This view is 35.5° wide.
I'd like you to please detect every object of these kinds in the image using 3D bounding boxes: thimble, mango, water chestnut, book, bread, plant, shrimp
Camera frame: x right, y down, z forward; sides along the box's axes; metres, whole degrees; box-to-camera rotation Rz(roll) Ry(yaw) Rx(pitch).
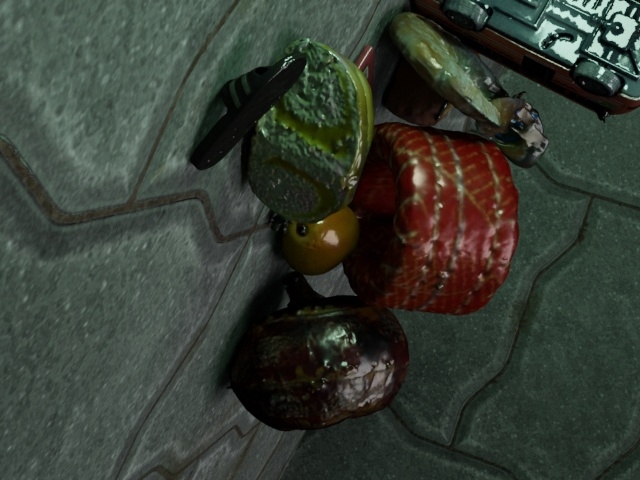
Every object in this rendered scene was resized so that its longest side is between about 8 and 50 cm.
[{"bbox_3d":[0.178,-0.036,1.760,0.350,0.231,0.349,-177,-90,-71],"label":"thimble"},{"bbox_3d":[0.000,0.000,1.729,0.139,0.113,0.253,-31,167,-8],"label":"mango"},{"bbox_3d":[-0.015,0.199,1.871,0.350,0.351,0.302,53,25,-78],"label":"water chestnut"},{"bbox_3d":[0.023,-0.187,1.618,0.231,0.022,0.162,-58,167,-15],"label":"book"},{"bbox_3d":[0.223,-0.312,1.951,0.190,0.123,0.244,-61,169,12],"label":"bread"},{"bbox_3d":[0.003,-0.147,1.290,0.156,0.158,0.260,-59,172,-29],"label":"bread"},{"bbox_3d":[-0.054,-0.044,1.565,0.051,0.051,0.102,-50,171,-44],"label":"plant"},{"bbox_3d":[0.271,-0.251,1.727,0.110,0.221,0.446,-44,137,18],"label":"shrimp"}]

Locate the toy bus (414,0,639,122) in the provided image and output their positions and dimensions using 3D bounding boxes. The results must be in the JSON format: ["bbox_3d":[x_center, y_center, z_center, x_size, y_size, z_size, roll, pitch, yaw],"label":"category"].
[{"bbox_3d":[0.378,-0.378,1.695,0.203,0.427,0.233,-60,172,-3],"label":"toy bus"}]

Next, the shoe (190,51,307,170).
[{"bbox_3d":[-0.093,-0.155,1.119,0.179,0.049,0.071,-45,170,22],"label":"shoe"}]
